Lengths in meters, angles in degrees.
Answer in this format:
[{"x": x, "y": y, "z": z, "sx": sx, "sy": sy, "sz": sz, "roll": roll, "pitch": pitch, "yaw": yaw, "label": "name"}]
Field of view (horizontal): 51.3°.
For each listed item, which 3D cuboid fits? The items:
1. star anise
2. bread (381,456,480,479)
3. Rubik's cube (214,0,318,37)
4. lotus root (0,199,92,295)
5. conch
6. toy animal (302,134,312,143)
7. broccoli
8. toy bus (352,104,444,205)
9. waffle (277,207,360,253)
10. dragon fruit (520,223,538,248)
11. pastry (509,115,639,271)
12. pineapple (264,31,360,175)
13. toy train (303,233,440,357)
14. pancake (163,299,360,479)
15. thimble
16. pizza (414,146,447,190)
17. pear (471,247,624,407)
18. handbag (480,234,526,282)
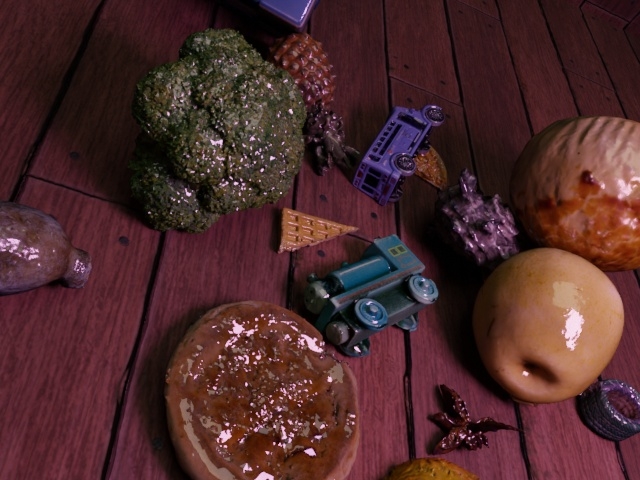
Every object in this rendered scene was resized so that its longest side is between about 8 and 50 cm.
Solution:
[{"x": 0.290, "y": 0.338, "z": 1.251, "sx": 0.140, "sy": 0.144, "sz": 0.158, "roll": 27, "pitch": 45, "yaw": 3, "label": "star anise"}, {"x": 0.217, "y": 0.470, "z": 1.089, "sx": 0.160, "sy": 0.147, "sz": 0.261, "roll": -19, "pitch": 65, "yaw": -43, "label": "bread"}, {"x": -0.127, "y": -0.737, "z": 1.661, "sx": 0.346, "sy": 0.345, "sz": 0.347, "roll": 27, "pitch": 7, "yaw": -7, "label": "Rubik's cube"}, {"x": -0.522, "y": 0.007, "z": 1.010, "sx": 0.349, "sy": 0.175, "sz": 0.175, "roll": 5, "pitch": 52, "yaw": -32, "label": "lotus root"}, {"x": 0.370, "y": -0.044, "z": 1.540, "sx": 0.240, "sy": 0.186, "sz": 0.313, "roll": 27, "pitch": 9, "yaw": -11, "label": "conch"}, {"x": -0.132, "y": -0.281, "z": 1.496, "sx": 0.233, "sy": 0.168, "sz": 0.121, "roll": 53, "pitch": 45, "yaw": -3, "label": "toy animal"}, {"x": -0.188, "y": -0.207, "z": 1.289, "sx": 0.320, "sy": 0.310, "sz": 0.414, "roll": 9, "pitch": 82, "yaw": -3, "label": "broccoli"}, {"x": 0.194, "y": -0.231, "z": 1.647, "sx": 0.133, "sy": 0.125, "sz": 0.292, "roll": 30, "pitch": 55, "yaw": 6, "label": "toy bus"}, {"x": 0.000, "y": 0.000, "z": 1.428, "sx": 0.190, "sy": 0.032, "sz": 0.125, "roll": 15, "pitch": 46, "yaw": -18, "label": "waffle"}, {"x": 0.711, "y": -0.073, "z": 1.788, "sx": 0.305, "sy": 0.226, "sz": 0.306, "roll": 15, "pitch": 49, "yaw": -17, "label": "dragon fruit"}, {"x": 0.611, "y": -0.088, "z": 1.479, "sx": 0.388, "sy": 0.388, "sz": 0.313, "roll": 28, "pitch": 82, "yaw": -8, "label": "pastry"}, {"x": -0.023, "y": -0.323, "z": 1.613, "sx": 0.175, "sy": 0.175, "sz": 0.361, "roll": -6, "pitch": 72, "yaw": -34, "label": "pineapple"}, {"x": 0.100, "y": 0.107, "z": 1.345, "sx": 0.298, "sy": 0.120, "sz": 0.194, "roll": -19, "pitch": 59, "yaw": -42, "label": "toy train"}, {"x": -0.087, "y": 0.263, "z": 1.128, "sx": 0.382, "sy": 0.071, "sz": 0.382, "roll": 19, "pitch": 47, "yaw": -21, "label": "pancake"}, {"x": 0.646, "y": 0.374, "z": 1.467, "sx": 0.135, "sy": 0.090, "sz": 0.119, "roll": 21, "pitch": 46, "yaw": -15, "label": "thimble"}, {"x": 0.272, "y": -0.211, "z": 1.765, "sx": 0.130, "sy": 0.041, "sz": 0.178, "roll": 10, "pitch": 50, "yaw": -22, "label": "pizza"}, {"x": 0.463, "y": 0.174, "z": 1.380, "sx": 0.309, "sy": 0.309, "sz": 0.309, "roll": 17, "pitch": 47, "yaw": -19, "label": "pear"}, {"x": 0.455, "y": 0.055, "z": 1.642, "sx": 0.127, "sy": 0.063, "sz": 0.190, "roll": 17, "pitch": 44, "yaw": -19, "label": "handbag"}]
